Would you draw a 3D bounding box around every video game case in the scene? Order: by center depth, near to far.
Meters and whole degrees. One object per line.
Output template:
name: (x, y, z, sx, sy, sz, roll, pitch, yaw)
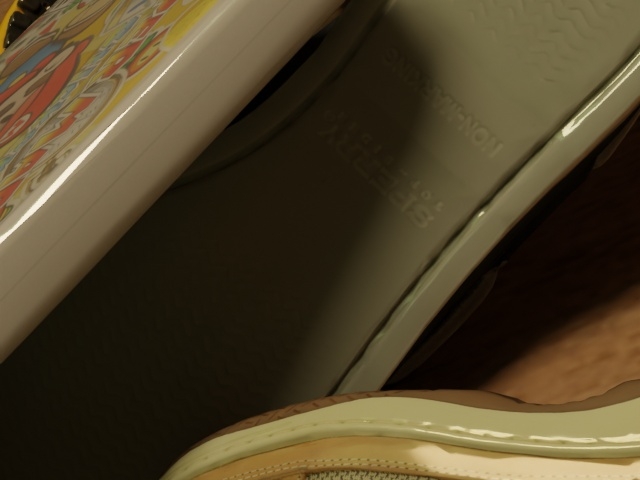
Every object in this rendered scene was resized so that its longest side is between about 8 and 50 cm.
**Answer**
video game case: (-0.101, -0.011, 0.437, 0.227, 0.026, 0.206, -48, 22, -21)

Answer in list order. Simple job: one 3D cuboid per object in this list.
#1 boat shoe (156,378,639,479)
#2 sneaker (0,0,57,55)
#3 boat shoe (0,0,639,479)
boat shoe: (0.036, 0.077, 0.346, 0.190, 0.068, 0.072, -13, 46, 27)
sneaker: (-0.131, -0.006, 0.609, 0.093, 0.088, 0.225, -40, 22, 42)
boat shoe: (0.000, 0.000, 0.464, 0.302, 0.114, 0.091, -37, -9, 5)
